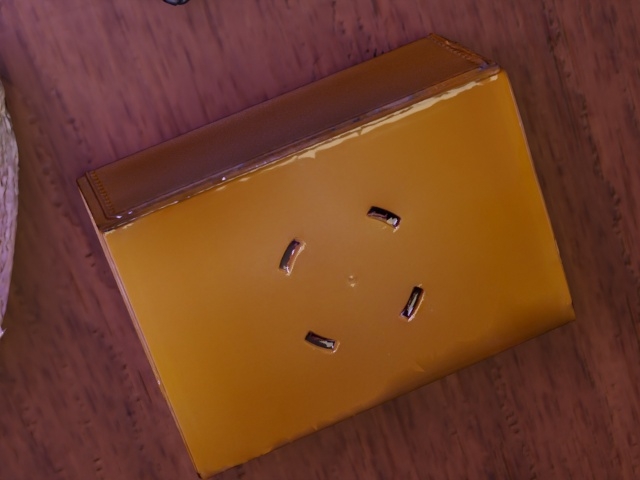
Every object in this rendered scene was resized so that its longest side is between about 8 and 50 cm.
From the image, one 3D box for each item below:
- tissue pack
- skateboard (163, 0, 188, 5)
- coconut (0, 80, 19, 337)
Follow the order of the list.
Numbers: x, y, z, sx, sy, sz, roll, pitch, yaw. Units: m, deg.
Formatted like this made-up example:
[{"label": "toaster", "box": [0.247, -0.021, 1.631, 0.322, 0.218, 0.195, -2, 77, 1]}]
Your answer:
[{"label": "tissue pack", "box": [0.000, 0.000, 1.142, 0.275, 0.145, 0.194, -22, 116, -9]}, {"label": "skateboard", "box": [-0.099, -0.227, 1.080, 0.080, 0.067, 0.151, 20, 97, -12]}, {"label": "coconut", "box": [-0.287, 0.001, 1.011, 0.233, 0.233, 0.245, 6, 100, -19]}]
